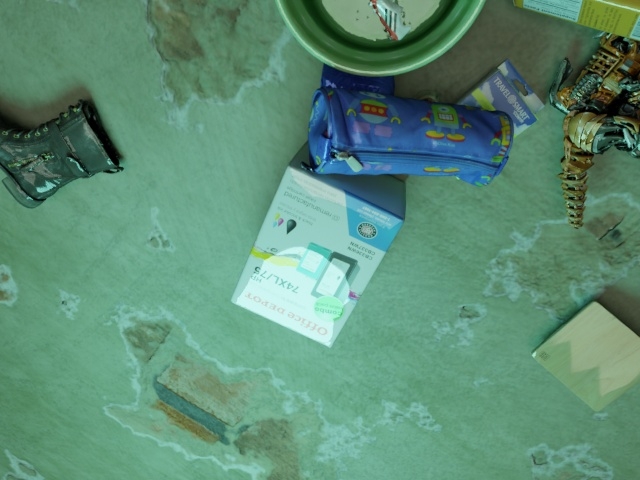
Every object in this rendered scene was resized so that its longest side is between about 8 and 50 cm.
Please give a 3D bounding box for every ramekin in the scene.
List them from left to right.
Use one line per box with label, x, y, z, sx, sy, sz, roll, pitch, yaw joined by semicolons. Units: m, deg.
ramekin;0.087;-0.399;0.716;0.304;0.148;0.303;4;114;8

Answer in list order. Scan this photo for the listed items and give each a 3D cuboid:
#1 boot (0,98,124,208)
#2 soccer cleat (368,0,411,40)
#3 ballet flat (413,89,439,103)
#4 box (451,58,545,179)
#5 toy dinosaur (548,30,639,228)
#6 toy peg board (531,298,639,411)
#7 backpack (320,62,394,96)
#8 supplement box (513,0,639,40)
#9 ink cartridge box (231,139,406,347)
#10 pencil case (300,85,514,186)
boot;-0.526;-0.203;0.948;0.229;0.091;0.262;-26;111;13
soccer cleat;0.089;-0.305;0.660;0.036;0.029;0.083;-32;109;12
ballet flat;0.131;-0.191;0.853;0.057;0.052;0.168;42;114;-10
box;0.269;-0.199;0.834;0.178;0.042;0.109;-39;103;23
toy dinosaur;0.460;-0.182;0.779;0.219;0.164;0.321;18;135;18
toy peg board;0.527;0.210;0.966;0.161;0.079;0.161;42;114;7
backpack;0.059;-0.229;0.820;0.120;0.101;0.098;7;151;1
supplement box;0.389;-0.341;0.681;0.234;0.080;0.078;28;94;19
ink cartridge box;0.000;0.000;0.879;0.198;0.197;0.270;25;116;-2
pencil case;0.129;-0.148;0.741;0.307;0.133;0.119;3;136;-12
